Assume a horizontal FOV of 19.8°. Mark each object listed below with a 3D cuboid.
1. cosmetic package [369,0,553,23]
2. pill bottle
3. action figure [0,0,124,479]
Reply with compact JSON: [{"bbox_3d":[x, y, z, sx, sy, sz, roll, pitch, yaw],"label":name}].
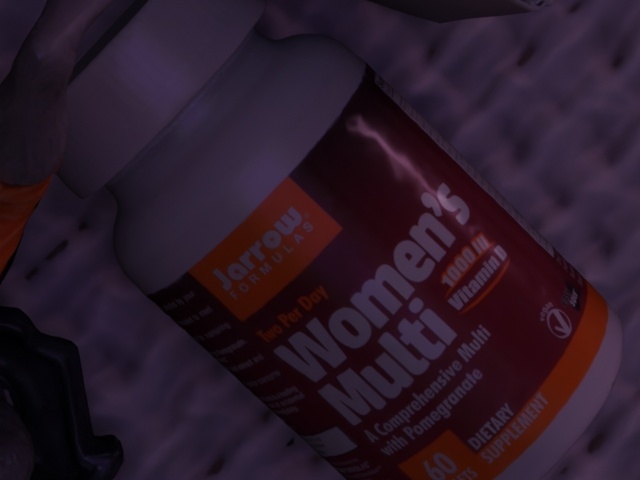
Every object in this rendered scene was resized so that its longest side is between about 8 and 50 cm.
[{"bbox_3d":[-0.077,-0.221,0.644,0.365,0.155,0.197,18,90,-13],"label":"cosmetic package"},{"bbox_3d":[0.000,0.000,0.695,0.221,0.121,0.121,43,86,-12],"label":"pill bottle"},{"bbox_3d":[-0.228,0.030,0.609,0.341,0.178,0.330,9,120,-7],"label":"action figure"}]
